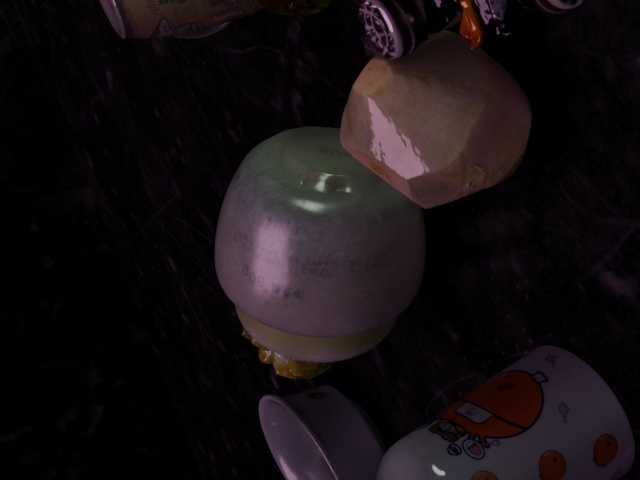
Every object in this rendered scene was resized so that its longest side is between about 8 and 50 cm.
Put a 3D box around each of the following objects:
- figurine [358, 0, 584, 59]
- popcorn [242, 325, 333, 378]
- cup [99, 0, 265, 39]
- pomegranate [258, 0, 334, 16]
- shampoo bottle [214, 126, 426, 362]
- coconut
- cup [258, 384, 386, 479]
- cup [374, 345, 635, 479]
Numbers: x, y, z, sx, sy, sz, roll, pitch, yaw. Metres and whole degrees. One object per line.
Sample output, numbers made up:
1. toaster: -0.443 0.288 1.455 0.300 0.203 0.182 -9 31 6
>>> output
1. figurine: 0.122 -0.370 1.081 0.320 0.196 0.323 -9 120 27
2. popcorn: -0.029 0.162 1.971 0.184 0.204 0.221 42 140 -4
3. cup: -0.226 -0.415 1.659 0.227 0.257 0.301 62 169 19
4. pomegranate: -0.047 -0.409 1.452 0.220 0.156 0.156 57 157 22
5. shampoo bottle: 0.000 0.000 1.577 0.322 0.322 0.317 42 144 39
6. coconut: 0.137 -0.147 1.241 0.237 0.197 0.237 38 -172 -7
7. cup: 0.028 0.445 2.211 0.347 0.163 0.347 45 152 33
8. cup: 0.241 0.312 1.422 0.212 0.317 0.212 46 152 32
